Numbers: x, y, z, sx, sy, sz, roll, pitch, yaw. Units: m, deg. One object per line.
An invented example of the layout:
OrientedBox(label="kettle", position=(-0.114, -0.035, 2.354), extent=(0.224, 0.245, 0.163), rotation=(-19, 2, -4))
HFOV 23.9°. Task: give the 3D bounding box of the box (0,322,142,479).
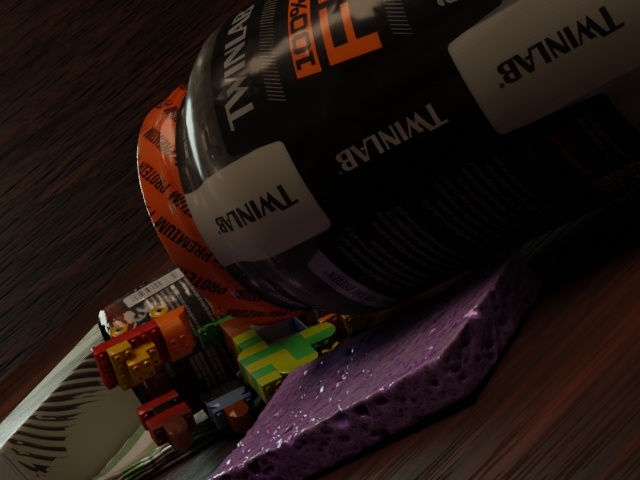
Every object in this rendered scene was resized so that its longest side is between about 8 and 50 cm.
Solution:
OrientedBox(label="box", position=(-0.204, 0.156, 1.313), extent=(0.113, 0.094, 0.275), rotation=(-34, 10, 34))

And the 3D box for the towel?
OrientedBox(label="towel", position=(-0.112, 0.146, 1.202), extent=(0.152, 0.023, 0.113), rotation=(-34, 11, 35))

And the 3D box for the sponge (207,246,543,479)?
OrientedBox(label="sponge", position=(0.028, 0.084, 0.880), extent=(0.210, 0.031, 0.117), rotation=(-32, 11, 41))

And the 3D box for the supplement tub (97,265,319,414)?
OrientedBox(label="supplement tub", position=(-0.060, 0.051, 1.145), extent=(0.198, 0.106, 0.106), rotation=(-30, 6, -14))

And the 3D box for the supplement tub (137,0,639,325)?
OrientedBox(label="supplement tub", position=(0.068, -0.086, 0.890), extent=(0.338, 0.207, 0.207), rotation=(-28, 13, 28))

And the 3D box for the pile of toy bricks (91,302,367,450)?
OrientedBox(label="pile of toy bricks", position=(-0.036, 0.078, 1.040), extent=(0.212, 0.118, 0.105), rotation=(-26, 33, -16))
